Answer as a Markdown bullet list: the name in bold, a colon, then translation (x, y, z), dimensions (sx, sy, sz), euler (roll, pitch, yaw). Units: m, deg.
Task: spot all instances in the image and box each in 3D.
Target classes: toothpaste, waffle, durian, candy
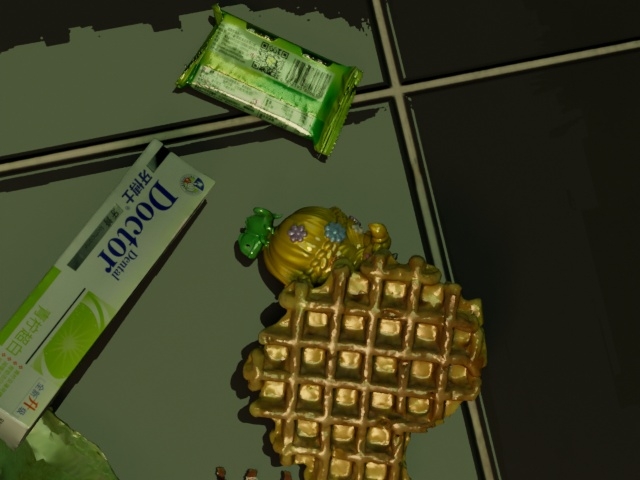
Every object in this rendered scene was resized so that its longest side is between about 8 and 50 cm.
- **toothpaste**: translation (-0.225, 0.044, 1.653), dimensions (0.081, 0.067, 0.336), euler (36, 58, -2)
- **waffle**: translation (0.056, 0.136, 1.697), dimensions (0.253, 0.056, 0.249), euler (-27, 102, 4)
- **durian**: translation (-0.316, 0.207, 1.605), dimensions (0.394, 0.198, 0.163), euler (28, 77, -5)
- **candy**: translation (-0.052, -0.168, 1.784), dimensions (0.178, 0.032, 0.102), euler (24, 82, -6)

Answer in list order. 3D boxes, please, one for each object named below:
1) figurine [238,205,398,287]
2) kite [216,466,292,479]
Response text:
- **figurine**: translation (0.000, 0.000, 1.725), dimensions (0.156, 0.115, 0.095), euler (26, 47, 2)
- **kite**: translation (-0.077, 0.350, 1.711), dimensions (0.141, 0.015, 0.245), euler (6, 81, -10)
